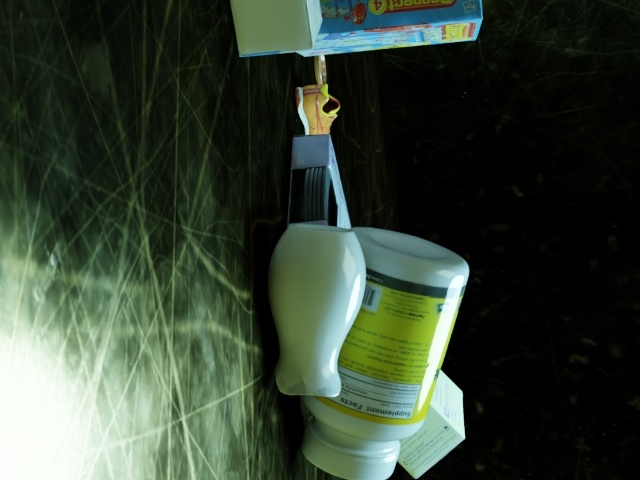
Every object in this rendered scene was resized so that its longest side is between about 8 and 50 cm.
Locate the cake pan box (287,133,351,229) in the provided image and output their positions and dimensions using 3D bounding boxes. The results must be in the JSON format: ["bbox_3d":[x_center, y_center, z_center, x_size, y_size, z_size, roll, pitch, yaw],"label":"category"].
[{"bbox_3d":[0.000,0.000,1.462,0.266,0.070,0.245,75,12,-51],"label":"cake pan box"}]

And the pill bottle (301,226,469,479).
[{"bbox_3d":[0.080,0.163,1.320,0.188,0.188,0.333,-55,161,-77],"label":"pill bottle"}]

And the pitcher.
[{"bbox_3d":[-0.014,0.082,1.212,0.178,0.126,0.207,-148,-117,-75],"label":"pitcher"}]

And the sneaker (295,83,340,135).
[{"bbox_3d":[0.002,-0.210,1.564,0.175,0.068,0.064,60,26,-75],"label":"sneaker"}]

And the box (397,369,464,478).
[{"bbox_3d":[0.129,0.259,1.633,0.243,0.117,0.213,46,14,-4],"label":"box"}]

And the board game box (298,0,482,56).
[{"bbox_3d":[0.095,-0.357,1.449,0.308,0.302,0.086,-40,126,-79],"label":"board game box"}]

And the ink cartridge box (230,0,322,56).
[{"bbox_3d":[-0.052,-0.294,1.139,0.143,0.092,0.089,-82,165,-60],"label":"ink cartridge box"}]

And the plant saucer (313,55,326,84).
[{"bbox_3d":[-0.002,-0.334,1.771,0.083,0.013,0.083,-4,90,-82],"label":"plant saucer"}]
